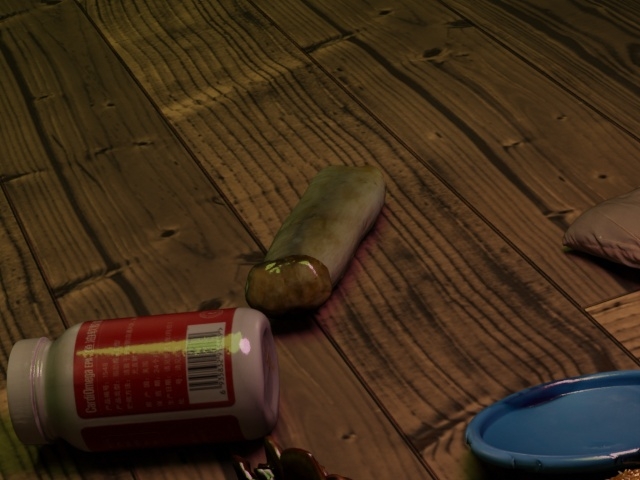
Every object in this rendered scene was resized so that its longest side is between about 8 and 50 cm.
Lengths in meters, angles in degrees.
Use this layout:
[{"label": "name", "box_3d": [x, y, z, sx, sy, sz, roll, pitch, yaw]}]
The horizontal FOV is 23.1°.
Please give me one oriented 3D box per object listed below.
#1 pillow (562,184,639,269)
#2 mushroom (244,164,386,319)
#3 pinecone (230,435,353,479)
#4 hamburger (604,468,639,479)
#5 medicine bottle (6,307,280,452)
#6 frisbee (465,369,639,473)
[{"label": "pillow", "box_3d": [0.406, -0.013, 1.678, 0.173, 0.067, 0.270, -30, 25, -23]}, {"label": "mushroom", "box_3d": [0.000, 0.000, 1.793, 0.100, 0.081, 0.312, 4, 27, 16]}, {"label": "pinecone", "box_3d": [-0.025, 0.282, 1.131, 0.264, 0.264, 0.264, -7, 29, 4]}, {"label": "hamburger", "box_3d": [0.258, 0.245, 1.266, 0.166, 0.087, 0.137, -26, 33, -28]}, {"label": "medicine bottle", "box_3d": [-0.170, 0.138, 1.537, 0.250, 0.131, 0.131, -5, 29, 8]}, {"label": "frisbee", "box_3d": [0.251, 0.172, 1.415, 0.242, 0.045, 0.242, -9, 10, 2]}]
